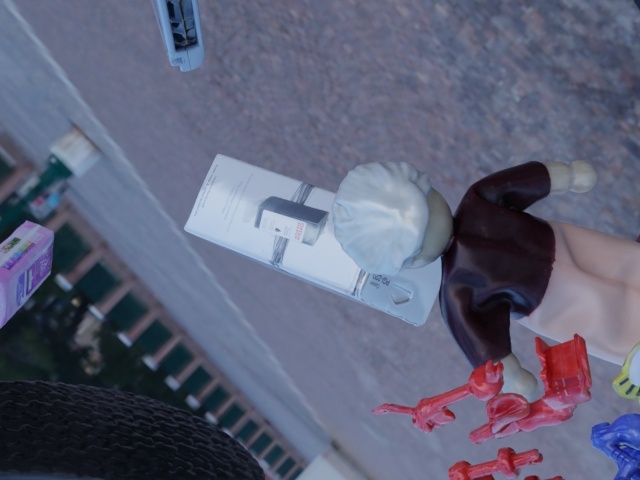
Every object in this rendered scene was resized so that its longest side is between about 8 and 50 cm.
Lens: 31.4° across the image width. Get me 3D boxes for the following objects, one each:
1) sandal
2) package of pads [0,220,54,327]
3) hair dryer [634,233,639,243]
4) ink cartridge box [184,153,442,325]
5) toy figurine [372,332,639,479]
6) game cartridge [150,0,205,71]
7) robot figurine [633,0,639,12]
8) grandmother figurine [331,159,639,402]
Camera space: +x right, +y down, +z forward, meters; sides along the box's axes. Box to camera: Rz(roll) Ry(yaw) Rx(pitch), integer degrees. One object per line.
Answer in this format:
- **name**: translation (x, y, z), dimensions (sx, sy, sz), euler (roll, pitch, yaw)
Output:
- **sandal**: translation (-0.257, 0.197, 0.949), dimensions (0.446, 0.107, 0.167), euler (9, -156, -34)
- **package of pads**: translation (-0.243, 0.027, 0.899), dimensions (0.032, 0.083, 0.050), euler (21, 126, 7)
- **hair dryer**: translation (0.435, -0.059, 1.358), dimensions (0.080, 0.293, 0.223), euler (49, 156, -2)
- **ink cartridge box**: translation (0.000, 0.000, 1.143), dimensions (0.218, 0.092, 0.158), euler (22, 178, 33)
- **toy figurine**: translation (0.195, 0.240, 0.725), dimensions (0.362, 0.191, 0.217), euler (43, -143, -42)
- **game cartridge**: translation (-0.200, -0.364, 1.414), dimensions (0.297, 0.062, 0.198), euler (94, 163, -71)
- **robot figurine**: translation (0.377, -0.246, 1.005), dimensions (0.209, 0.173, 0.278), euler (2, -162, -13)
- **grandmother figurine**: translation (0.166, 0.028, 0.918), dimensions (0.342, 0.207, 0.104), euler (21, 153, -16)
